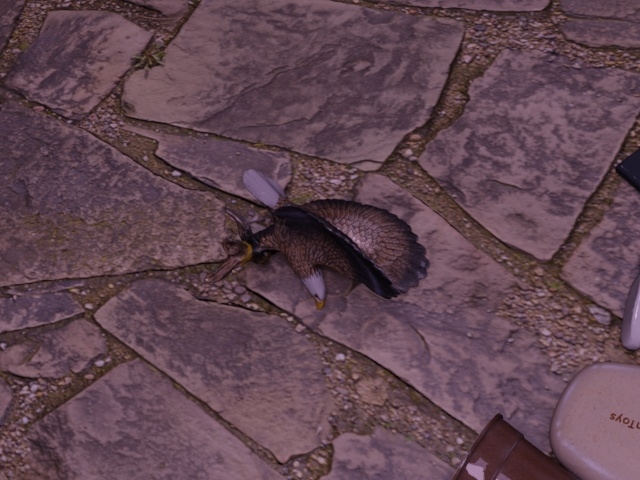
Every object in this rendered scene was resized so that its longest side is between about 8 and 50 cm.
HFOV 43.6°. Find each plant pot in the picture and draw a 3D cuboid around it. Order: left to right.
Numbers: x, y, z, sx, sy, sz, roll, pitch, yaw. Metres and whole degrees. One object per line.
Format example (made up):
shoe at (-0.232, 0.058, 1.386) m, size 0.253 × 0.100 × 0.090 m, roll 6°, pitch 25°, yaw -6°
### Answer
plant pot at (0.260, 0.336, 1.026) m, size 0.165 × 0.167 × 0.167 m, roll 29°, pitch 73°, yaw 25°

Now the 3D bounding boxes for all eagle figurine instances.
eagle figurine at (0.004, 0.009, 1.265) m, size 0.299 × 0.225 × 0.226 m, roll -6°, pitch 50°, yaw 24°

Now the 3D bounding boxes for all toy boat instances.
toy boat at (0.473, 0.216, 1.050) m, size 0.268 × 0.148 × 0.318 m, roll 24°, pitch 73°, yaw 42°

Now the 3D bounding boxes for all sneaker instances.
sneaker at (0.504, 0.071, 1.159) m, size 0.094 × 0.080 × 0.212 m, roll 22°, pitch 68°, yaw 13°

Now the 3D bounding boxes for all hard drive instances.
hard drive at (0.550, -0.098, 1.263) m, size 0.094 × 0.022 × 0.135 m, roll -35°, pitch 60°, yaw -5°
